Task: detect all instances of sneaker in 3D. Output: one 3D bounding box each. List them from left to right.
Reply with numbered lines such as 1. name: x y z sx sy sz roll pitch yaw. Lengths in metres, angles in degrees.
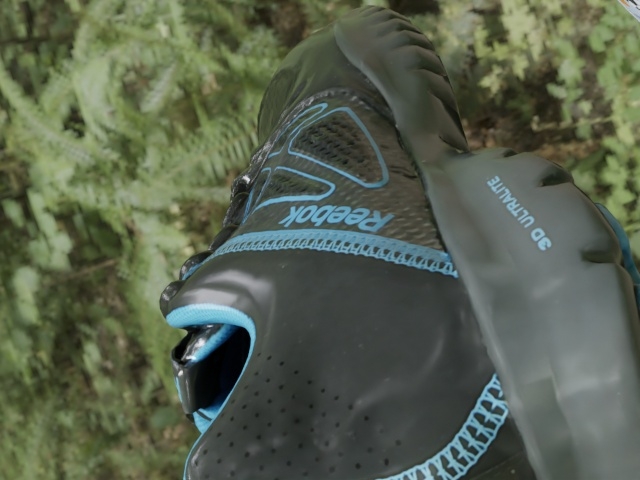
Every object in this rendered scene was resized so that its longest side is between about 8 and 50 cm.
1. sneaker: 0.000 0.000 0.449 0.341 0.140 0.125 -120 8 -70

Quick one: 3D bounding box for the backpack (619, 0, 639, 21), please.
1. backpack: 0.321 -0.266 0.954 0.276 0.213 0.263 48 -172 -20
